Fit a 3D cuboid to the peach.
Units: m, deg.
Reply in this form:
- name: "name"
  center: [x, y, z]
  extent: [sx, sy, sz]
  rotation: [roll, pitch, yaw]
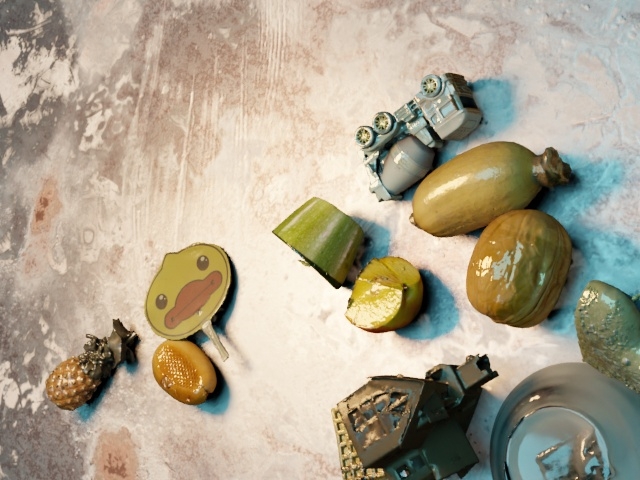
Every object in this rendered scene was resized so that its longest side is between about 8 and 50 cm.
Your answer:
- name: "peach"
  center: [0.119, 0.109, 1.882]
  extent: [0.151, 0.118, 0.151]
  rotation: [-10, 41, 9]

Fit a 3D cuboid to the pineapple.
- name: "pineapple"
  center: [-0.495, 0.270, 2.295]
  extent: [0.237, 0.111, 0.119]
  rotation: [-44, 89, 14]

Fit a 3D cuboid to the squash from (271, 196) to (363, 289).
- name: "squash"
  center: [0.000, 0.000, 1.971]
  extent: [0.170, 0.170, 0.123]
  rotation: [31, 82, 36]

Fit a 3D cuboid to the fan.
- name: "fan"
  center: [-0.261, 0.129, 2.173]
  extent: [0.229, 0.011, 0.335]
  rotation: [-44, 50, 8]

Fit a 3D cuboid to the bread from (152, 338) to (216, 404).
- name: "bread"
  center: [-0.276, 0.274, 2.152]
  extent: [0.114, 0.077, 0.189]
  rotation: [-48, 50, -7]

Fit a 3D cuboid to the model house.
- name: "model house"
  center: [0.196, 0.288, 1.730]
  extent: [0.243, 0.211, 0.204]
  rotation: [-39, 62, 23]

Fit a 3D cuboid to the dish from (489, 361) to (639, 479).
- name: "dish"
  center: [0.387, 0.347, 1.646]
  extent: [0.316, 0.106, 0.316]
  rotation: [-8, 75, 33]

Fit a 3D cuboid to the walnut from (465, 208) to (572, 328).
- name: "walnut"
  center: [0.326, 0.044, 1.717]
  extent: [0.165, 0.165, 0.197]
  rotation: [16, 93, 37]

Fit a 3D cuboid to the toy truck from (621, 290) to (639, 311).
- name: "toy truck"
  center: [0.516, 0.123, 1.630]
  extent: [0.154, 0.080, 0.078]
  rotation: [34, 73, 35]

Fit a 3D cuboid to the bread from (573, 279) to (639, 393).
- name: "bread"
  center: [0.458, 0.161, 1.610]
  extent: [0.064, 0.232, 0.172]
  rotation: [-43, 7, -19]

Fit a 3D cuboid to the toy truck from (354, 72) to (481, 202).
- name: "toy truck"
  center: [0.177, -0.187, 1.914]
  extent: [0.257, 0.108, 0.140]
  rotation: [-36, 75, 26]

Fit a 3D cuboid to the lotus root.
- name: "lotus root"
  center: [0.274, -0.094, 1.796]
  extent: [0.303, 0.146, 0.131]
  rotation: [-23, 102, 34]

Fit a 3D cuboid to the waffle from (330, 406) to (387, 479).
- name: "waffle"
  center: [0.078, 0.367, 1.900]
  extent: [0.102, 0.042, 0.148]
  rotation: [-20, 70, 31]
